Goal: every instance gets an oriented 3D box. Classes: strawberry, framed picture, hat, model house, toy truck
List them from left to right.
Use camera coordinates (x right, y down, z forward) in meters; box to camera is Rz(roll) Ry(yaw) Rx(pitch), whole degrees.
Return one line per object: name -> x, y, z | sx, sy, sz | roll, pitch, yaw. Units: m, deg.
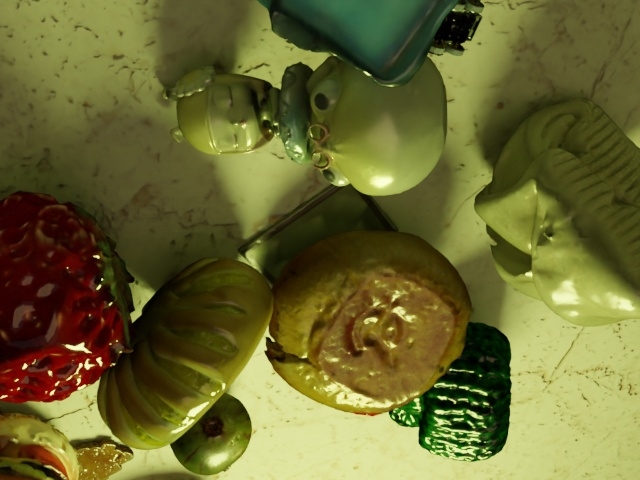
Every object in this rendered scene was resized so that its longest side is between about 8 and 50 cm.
strawberry -> -0.441, 0.095, 1.291 | 0.345, 0.317, 0.295 | -17, 96, -3
framed picture -> 0.000, 0.000, 1.566 | 0.231, 0.010, 0.173 | -34, 133, 7
model house -> 0.005, -0.355, 1.084 | 0.215, 0.303, 0.237 | 22, 107, -43
toy truck -> 0.140, -0.316, 1.305 | 0.192, 0.092, 0.083 | 0, 129, -32
hat -> 0.191, 0.273, 1.765 | 0.332, 0.242, 0.274 | 4, 114, 5

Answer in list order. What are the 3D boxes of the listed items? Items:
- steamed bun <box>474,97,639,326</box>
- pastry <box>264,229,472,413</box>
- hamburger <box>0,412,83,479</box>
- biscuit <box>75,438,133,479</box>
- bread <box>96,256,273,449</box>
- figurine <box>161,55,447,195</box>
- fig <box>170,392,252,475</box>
steamed bun -> 0.407, -0.024, 1.514 | 0.342, 0.367, 0.255 | -32, 175, -47
pastry -> 0.077, 0.133, 1.564 | 0.356, 0.164, 0.356 | -2, 115, -4
hamburger -> -0.560, 0.452, 1.561 | 0.330, 0.250, 0.330 | -9, 129, -11
biscuit -> -0.418, 0.415, 1.743 | 0.119, 0.019, 0.130 | 16, 120, -32
bread -> -0.215, 0.162, 1.435 | 0.160, 0.333, 0.333 | 40, 108, -14
figurine -> -0.021, -0.179, 1.275 | 0.394, 0.274, 0.226 | 0, 116, 15
fig -> -0.212, 0.372, 1.748 | 0.151, 0.151, 0.259 | -9, 158, -15
